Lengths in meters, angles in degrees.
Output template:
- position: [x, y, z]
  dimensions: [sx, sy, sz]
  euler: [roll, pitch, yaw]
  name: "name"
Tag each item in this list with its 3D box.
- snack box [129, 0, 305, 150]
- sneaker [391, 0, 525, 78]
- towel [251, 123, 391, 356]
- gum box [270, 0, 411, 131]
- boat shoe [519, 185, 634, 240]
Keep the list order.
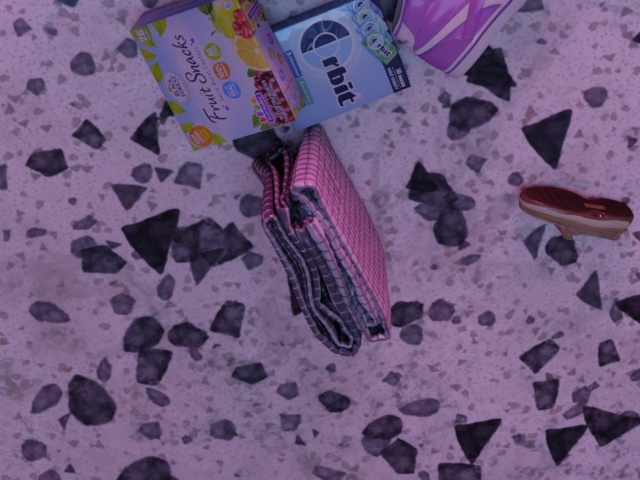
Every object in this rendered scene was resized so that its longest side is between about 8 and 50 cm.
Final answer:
- position: [-0.144, -0.247, 1.871]
  dimensions: [0.174, 0.070, 0.207]
  euler: [-14, 118, 23]
  name: "snack box"
- position: [0.209, -0.375, 1.845]
  dimensions: [0.161, 0.102, 0.282]
  euler: [31, 111, -16]
  name: "sneaker"
- position: [0.000, 0.000, 1.945]
  dimensions: [0.121, 0.235, 0.284]
  euler: [-23, 117, 13]
  name: "towel"
- position: [0.018, -0.264, 1.916]
  dimensions: [0.184, 0.041, 0.157]
  euler: [-21, 117, 7]
  name: "gum box"
- position: [0.393, -0.032, 2.059]
  dimensions: [0.190, 0.068, 0.072]
  euler: [12, 127, -11]
  name: "boat shoe"
